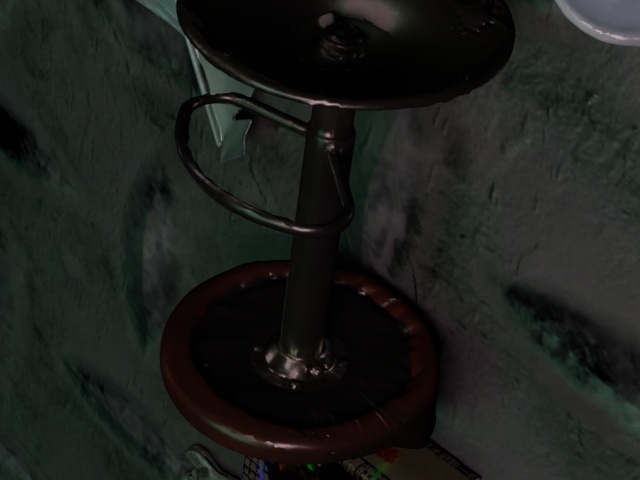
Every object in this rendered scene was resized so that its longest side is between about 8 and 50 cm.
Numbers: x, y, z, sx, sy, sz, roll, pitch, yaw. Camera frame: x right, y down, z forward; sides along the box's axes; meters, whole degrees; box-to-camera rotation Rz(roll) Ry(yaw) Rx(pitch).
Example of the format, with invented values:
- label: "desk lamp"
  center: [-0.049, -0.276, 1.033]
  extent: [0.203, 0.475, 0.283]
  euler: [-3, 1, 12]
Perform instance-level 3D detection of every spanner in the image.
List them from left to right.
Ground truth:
- label: "spanner"
  center: [-0.032, 0.266, 1.614]
  extent: [0.302, 0.017, 0.071]
  euler: [22, 128, 41]

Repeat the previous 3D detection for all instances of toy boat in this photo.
- label: "toy boat"
  center: [-0.121, -0.213, 1.371]
  extent: [0.210, 0.070, 0.291]
  euler: [34, 139, 36]

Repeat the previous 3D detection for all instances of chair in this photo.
- label: "chair"
  center: [0.000, 0.000, 1.228]
  extent: [0.226, 0.226, 0.401]
  euler: [36, 138, 31]

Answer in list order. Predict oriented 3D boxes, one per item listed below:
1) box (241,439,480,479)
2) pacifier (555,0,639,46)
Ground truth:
- label: "box"
  center: [0.016, 0.283, 1.489]
  extent: [0.198, 0.084, 0.310]
  euler: [35, 131, 33]
- label: "pacifier"
  center: [0.155, -0.226, 0.971]
  extent: [0.279, 0.227, 0.207]
  euler: [31, 171, 10]
